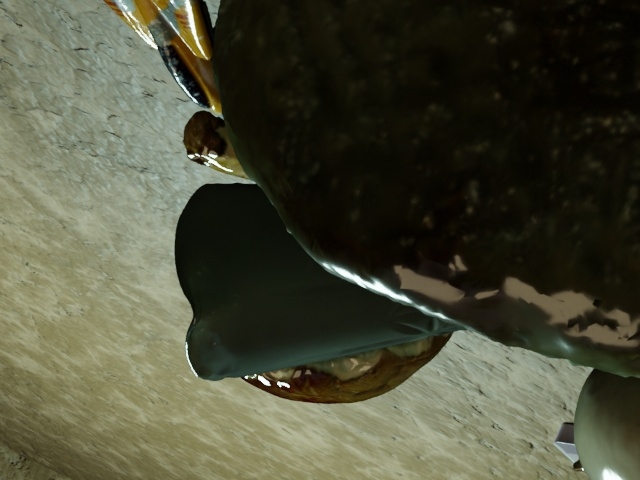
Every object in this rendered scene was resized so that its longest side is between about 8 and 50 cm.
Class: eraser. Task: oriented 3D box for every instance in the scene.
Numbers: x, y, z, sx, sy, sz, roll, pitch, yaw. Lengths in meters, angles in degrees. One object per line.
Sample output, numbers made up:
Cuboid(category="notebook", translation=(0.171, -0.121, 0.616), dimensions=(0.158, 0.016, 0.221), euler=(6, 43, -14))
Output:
Cuboid(category="eraser", translation=(0.309, 0.228, 1.694), dimensions=(0.105, 0.026, 0.065), euler=(2, 150, 50))

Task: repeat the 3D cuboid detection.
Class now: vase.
Cuboid(category="vase", translation=(0.044, 0.018, 1.249), dimensions=(0.301, 0.156, 0.251), euler=(-6, -170, 0))

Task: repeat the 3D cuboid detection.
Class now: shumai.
Cuboid(category="shumai", translation=(0.168, -0.057, 0.826), dimensions=(0.397, 0.324, 0.323), euler=(19, 165, 25))

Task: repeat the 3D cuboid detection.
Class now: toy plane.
Cuboid(category="toy plane", translation=(-0.116, -0.192, 1.161), dimensions=(0.204, 0.103, 0.316), euler=(16, 163, 35))

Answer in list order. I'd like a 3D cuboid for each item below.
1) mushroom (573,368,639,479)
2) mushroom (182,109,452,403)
Cuboid(category="mushroom", translation=(0.285, 0.045, 1.039), dimensions=(0.290, 0.292, 0.292), euler=(62, 152, -6))
Cuboid(category="mushroom", translation=(0.008, 0.031, 1.441), dimensions=(0.233, 0.208, 0.302), euler=(-13, 144, -5))
